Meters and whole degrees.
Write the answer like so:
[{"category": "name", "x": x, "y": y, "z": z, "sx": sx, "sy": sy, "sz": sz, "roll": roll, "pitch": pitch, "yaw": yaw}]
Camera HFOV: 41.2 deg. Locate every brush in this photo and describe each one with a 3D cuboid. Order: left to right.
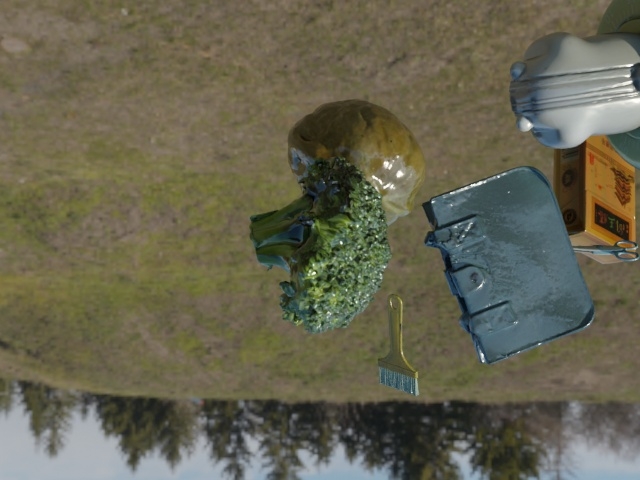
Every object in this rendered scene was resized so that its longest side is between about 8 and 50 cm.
[{"category": "brush", "x": 0.136, "y": 0.184, "z": 1.523, "sx": 0.083, "sy": 0.205, "sz": 0.011, "roll": 15, "pitch": -147, "yaw": 34}]

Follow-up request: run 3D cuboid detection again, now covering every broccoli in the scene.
[{"category": "broccoli", "x": 0.003, "y": -0.001, "z": 1.073, "sx": 0.176, "sy": 0.226, "sz": 0.198, "roll": -24, "pitch": 161, "yaw": -16}]

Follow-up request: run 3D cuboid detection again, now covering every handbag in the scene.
[{"category": "handbag", "x": 0.238, "y": 0.031, "z": 1.103, "sx": 0.179, "sy": 0.229, "sz": 0.062, "roll": -19, "pitch": 180, "yaw": -9}]

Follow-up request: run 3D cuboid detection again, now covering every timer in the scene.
[{"category": "timer", "x": 0.400, "y": -0.210, "z": 1.134, "sx": 0.315, "sy": 0.290, "sz": 0.291, "roll": -10, "pitch": 174, "yaw": -12}]

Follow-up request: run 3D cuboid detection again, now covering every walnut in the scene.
[{"category": "walnut", "x": 0.059, "y": -0.140, "z": 1.534, "sx": 0.283, "sy": 0.227, "sz": 0.283, "roll": 32, "pitch": -165, "yaw": -10}]

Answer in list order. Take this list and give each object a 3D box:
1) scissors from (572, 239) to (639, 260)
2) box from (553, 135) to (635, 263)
[{"category": "scissors", "x": 0.475, "y": 0.016, "z": 1.437, "sx": 0.119, "sy": 0.014, "sz": 0.058, "roll": 1, "pitch": -145, "yaw": 12}, {"category": "box", "x": 0.520, "y": -0.111, "z": 1.612, "sx": 0.174, "sy": 0.274, "sz": 0.076, "roll": 21, "pitch": 156, "yaw": -35}]
